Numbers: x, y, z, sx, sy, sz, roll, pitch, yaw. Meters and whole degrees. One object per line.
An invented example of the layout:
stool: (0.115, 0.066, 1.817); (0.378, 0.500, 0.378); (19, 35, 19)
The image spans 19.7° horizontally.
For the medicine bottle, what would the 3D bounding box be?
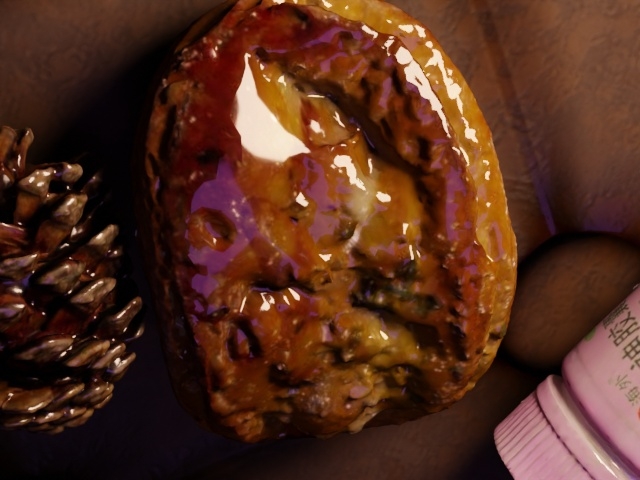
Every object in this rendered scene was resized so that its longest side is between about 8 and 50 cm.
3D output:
medicine bottle: (0.301, 0.122, 1.522); (0.290, 0.178, 0.178); (-45, 124, 15)

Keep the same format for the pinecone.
pinecone: (-0.209, 0.033, 1.301); (0.179, 0.184, 0.205); (-12, 121, -31)

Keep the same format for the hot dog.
hot dog: (0.000, 0.000, 1.349); (0.266, 0.174, 0.388); (-13, 126, -8)
